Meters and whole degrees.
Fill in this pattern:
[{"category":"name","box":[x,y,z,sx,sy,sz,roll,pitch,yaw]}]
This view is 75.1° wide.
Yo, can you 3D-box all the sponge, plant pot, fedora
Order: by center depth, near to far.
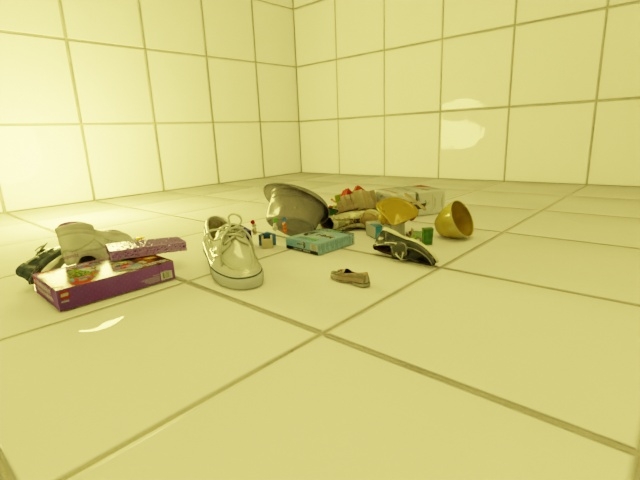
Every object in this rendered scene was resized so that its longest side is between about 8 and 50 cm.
[{"category":"sponge","box":[-0.515,0.020,1.231,0.209,0.031,0.117,-9,14,-33]},{"category":"plant pot","box":[0.461,-0.063,1.471,0.134,0.135,0.095,-17,-6,-44]},{"category":"fedora","box":[-0.107,-0.098,1.561,0.275,0.244,0.125,13,62,13]}]

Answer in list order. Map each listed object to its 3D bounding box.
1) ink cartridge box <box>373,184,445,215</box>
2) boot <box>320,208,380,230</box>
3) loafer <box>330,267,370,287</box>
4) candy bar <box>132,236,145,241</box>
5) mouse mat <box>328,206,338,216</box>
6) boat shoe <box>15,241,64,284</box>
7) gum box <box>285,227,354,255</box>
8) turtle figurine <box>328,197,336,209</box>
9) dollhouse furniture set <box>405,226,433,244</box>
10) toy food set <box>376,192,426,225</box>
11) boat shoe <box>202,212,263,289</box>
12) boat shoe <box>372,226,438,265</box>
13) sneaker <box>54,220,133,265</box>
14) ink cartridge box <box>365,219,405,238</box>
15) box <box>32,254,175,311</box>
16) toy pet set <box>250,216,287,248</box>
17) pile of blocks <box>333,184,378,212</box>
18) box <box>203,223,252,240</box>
[{"category":"ink cartridge box","box":[0.407,-0.184,1.934,0.272,0.114,0.197,-7,16,-21]},{"category":"boot","box":[0.118,-0.074,1.630,0.164,0.077,0.213,-12,10,-37]},{"category":"loafer","box":[0.077,0.088,1.078,0.125,0.039,0.045,11,20,42]},{"category":"candy bar","box":[-0.717,0.010,1.558,0.040,0.018,0.161,-1,14,7]},{"category":"mouse mat","box":[-0.035,-0.110,1.682,0.152,0.007,0.189,15,-21,-25]},{"category":"boat shoe","box":[-0.796,0.060,1.210,0.079,0.095,0.254,30,12,-19]},{"category":"gum box","box":[0.000,0.000,1.432,0.156,0.041,0.184,11,19,43]},{"category":"turtle figurine","box":[-0.057,-0.137,1.883,0.269,0.087,0.217,11,23,17]},{"category":"dollhouse furniture set","box":[0.350,-0.030,1.459,0.075,0.059,0.152,-2,15,-2]},{"category":"toy food set","box":[0.283,-0.095,1.519,0.217,0.071,0.128,-21,50,-41]},{"category":"boat shoe","box":[-0.257,0.003,1.185,0.135,0.157,0.367,-8,24,-23]},{"category":"boat shoe","box":[0.251,0.033,1.240,0.079,0.084,0.233,-47,38,-12]},{"category":"sneaker","box":[-0.695,0.036,1.298,0.114,0.152,0.305,-15,-10,9]},{"category":"ink cartridge box","box":[0.240,-0.045,1.545,0.122,0.052,0.088,-8,17,-15]},{"category":"box","box":[-0.574,0.096,1.117,0.200,0.057,0.293,10,19,42]},{"category":"toy pet set","box":[-0.178,-0.034,1.450,0.122,0.114,0.065,-3,24,-5]},{"category":"pile of blocks","box":[0.140,-0.180,1.828,0.148,0.113,0.362,-15,-2,26]},{"category":"box","box":[-0.321,-0.005,1.442,0.137,0.072,0.126,-10,16,-27]}]
